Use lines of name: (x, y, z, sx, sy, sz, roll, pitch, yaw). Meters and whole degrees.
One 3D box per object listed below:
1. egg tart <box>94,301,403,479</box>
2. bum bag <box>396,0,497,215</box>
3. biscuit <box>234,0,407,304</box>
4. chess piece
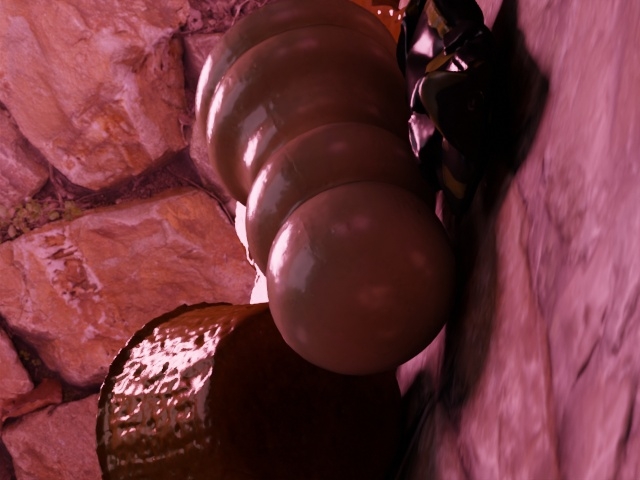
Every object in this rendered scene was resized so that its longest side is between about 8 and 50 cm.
egg tart: (-0.047, 0.135, 0.998, 0.171, 0.215, 0.215, -31, 45, 59)
bum bag: (0.081, -0.100, 0.874, 0.232, 0.060, 0.107, -86, 3, -64)
biscuit: (0.014, -0.073, 1.189, 0.269, 0.051, 0.376, -7, 70, 57)
chess piece: (0.005, -0.031, 0.940, 0.300, 0.167, 0.167, -104, 23, -53)
